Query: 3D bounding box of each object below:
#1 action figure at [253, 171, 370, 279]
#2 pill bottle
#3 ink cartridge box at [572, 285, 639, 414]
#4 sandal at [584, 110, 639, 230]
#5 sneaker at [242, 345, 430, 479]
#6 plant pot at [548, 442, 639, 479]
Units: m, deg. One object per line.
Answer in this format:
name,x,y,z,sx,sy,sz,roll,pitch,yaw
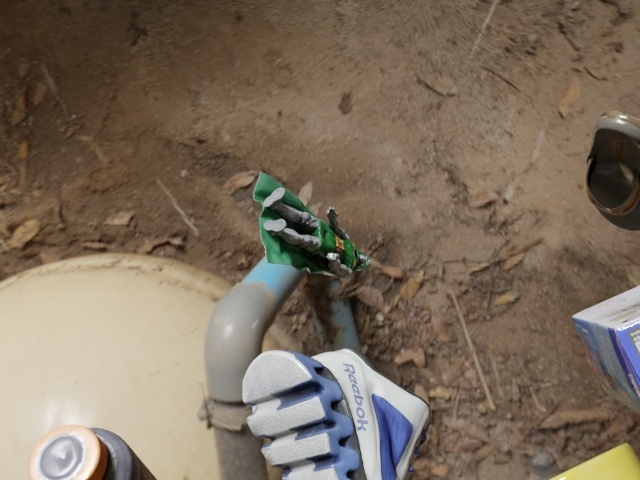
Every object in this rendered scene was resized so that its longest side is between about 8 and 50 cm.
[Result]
action figure,0.000,0.000,1.143,0.064,0.232,0.137,-17,62,30
pill bottle,-0.285,0.325,1.024,0.131,0.130,0.245,-2,144,8
ink cartridge box,0.529,0.125,1.102,0.270,0.395,0.151,-25,83,6
sandal,0.355,-0.069,0.949,0.090,0.219,0.060,23,71,26
sneaker,0.054,0.243,0.811,0.127,0.182,0.315,-21,85,42
plant pot,0.406,0.464,1.181,0.254,0.254,0.239,-33,69,16
